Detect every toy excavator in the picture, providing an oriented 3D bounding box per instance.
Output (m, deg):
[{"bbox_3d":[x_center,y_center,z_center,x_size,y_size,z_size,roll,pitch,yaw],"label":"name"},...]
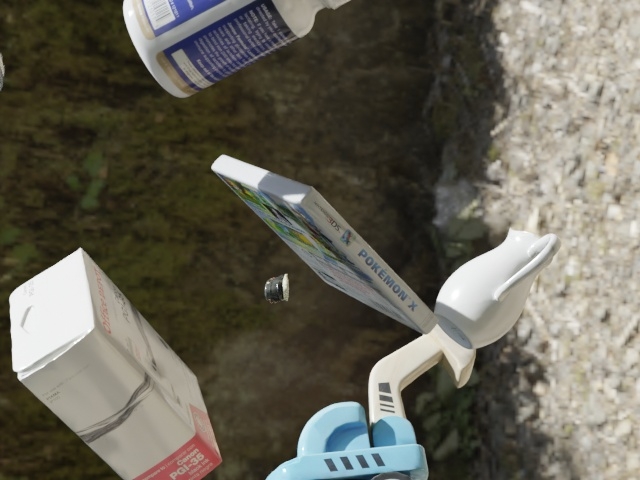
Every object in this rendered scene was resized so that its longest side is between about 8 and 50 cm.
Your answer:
[{"bbox_3d":[0.103,0.359,2.002,0.222,0.433,0.445,91,172,-56],"label":"toy excavator"}]

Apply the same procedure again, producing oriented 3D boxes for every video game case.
[{"bbox_3d":[0.000,0.000,1.634,0.036,0.300,0.329,-49,28,-9],"label":"video game case"}]

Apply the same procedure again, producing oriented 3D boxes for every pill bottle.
[{"bbox_3d":[-0.101,-0.302,1.373,0.265,0.153,0.153,-25,51,12],"label":"pill bottle"}]

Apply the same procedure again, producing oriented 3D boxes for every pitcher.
[{"bbox_3d":[0.285,0.070,1.715,0.207,0.125,0.178,-45,2,-13],"label":"pitcher"}]

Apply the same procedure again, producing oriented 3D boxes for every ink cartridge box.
[{"bbox_3d":[-0.267,0.178,1.416,0.117,0.283,0.207,-34,33,3],"label":"ink cartridge box"}]

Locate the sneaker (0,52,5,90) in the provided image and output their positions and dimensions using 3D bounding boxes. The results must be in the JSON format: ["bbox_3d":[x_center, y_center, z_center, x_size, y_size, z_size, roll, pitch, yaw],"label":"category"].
[{"bbox_3d":[-0.460,-0.195,1.189,0.110,0.283,0.122,-18,70,23],"label":"sneaker"}]

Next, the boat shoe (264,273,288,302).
[{"bbox_3d":[-0.075,0.084,1.895,0.133,0.042,0.048,-18,-76,-88],"label":"boat shoe"}]
